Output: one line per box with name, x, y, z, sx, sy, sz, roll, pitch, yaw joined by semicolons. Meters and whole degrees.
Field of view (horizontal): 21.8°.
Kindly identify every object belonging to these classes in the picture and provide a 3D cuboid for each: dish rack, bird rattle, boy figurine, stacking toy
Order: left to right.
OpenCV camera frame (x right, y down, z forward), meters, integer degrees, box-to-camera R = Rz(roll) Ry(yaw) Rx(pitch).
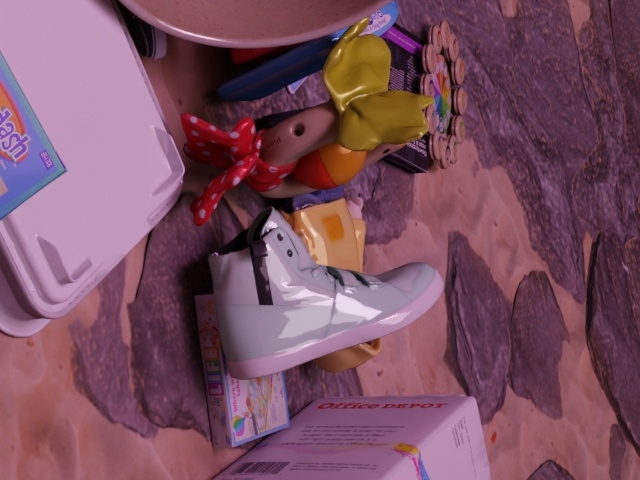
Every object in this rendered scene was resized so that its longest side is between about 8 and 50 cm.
dish rack;-0.234;-0.113;1.438;0.285;0.072;0.332;-51;129;-48
stacking toy;-0.064;-0.309;1.676;0.175;0.166;0.302;-35;100;-52
bird rattle;-0.008;-0.085;1.599;0.143;0.253;0.207;58;9;19
boy figurine;0.000;0.000;1.762;0.177;0.092;0.285;-6;88;-60

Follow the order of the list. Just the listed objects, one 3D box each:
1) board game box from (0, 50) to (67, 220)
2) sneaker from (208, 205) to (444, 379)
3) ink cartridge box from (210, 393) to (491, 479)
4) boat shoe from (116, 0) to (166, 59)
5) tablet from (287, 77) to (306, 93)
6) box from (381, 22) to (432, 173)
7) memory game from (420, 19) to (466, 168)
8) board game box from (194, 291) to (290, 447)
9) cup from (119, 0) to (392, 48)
board game box;-0.315;-0.060;1.262;0.210;0.047;0.160;-40;122;-26
sneaker;0.008;0.028;1.654;0.256;0.094;0.151;-20;101;-30
ink cartridge box;0.022;0.259;1.658;0.278;0.201;0.117;-32;113;-54
boat shoe;-0.182;-0.235;1.559;0.040;0.049;0.142;-23;110;-21
tablet;-0.024;-0.204;1.825;0.083;0.006;0.054;-53;129;-44
box;0.094;-0.171;1.980;0.116;0.029;0.162;23;66;-55
memory game;0.153;-0.180;2.051;0.186;0.012;0.186;-1;90;-70
board game box;-0.078;0.123;1.683;0.103;0.026;0.154;-11;95;-57
cup;-0.058;-0.372;1.480;0.331;0.331;0.237;41;28;-47
